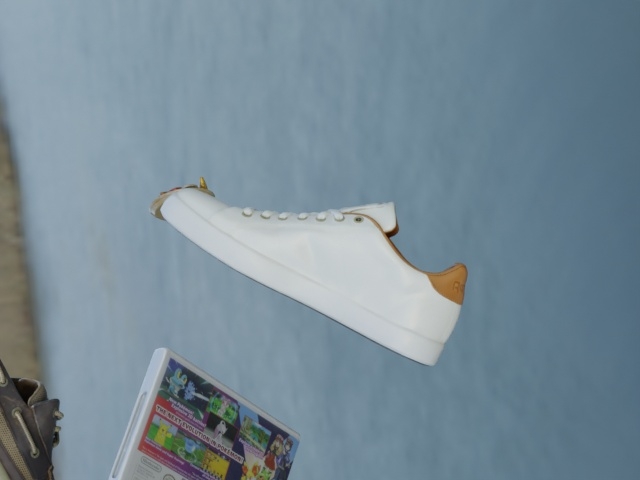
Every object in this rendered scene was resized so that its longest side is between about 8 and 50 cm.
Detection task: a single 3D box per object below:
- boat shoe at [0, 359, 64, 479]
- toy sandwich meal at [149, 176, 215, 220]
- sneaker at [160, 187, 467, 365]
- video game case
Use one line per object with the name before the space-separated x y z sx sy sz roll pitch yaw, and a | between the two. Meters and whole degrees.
boat shoe | -0.345 0.214 1.892 0.132 0.130 0.355 28 155 47
toy sandwich meal | -0.160 -0.048 1.948 0.085 0.086 0.029 113 146 -63
sneaker | 0.000 0.000 1.561 0.123 0.290 0.106 -64 -1 3
video game case | -0.114 0.228 1.628 0.023 0.201 0.183 -7 55 44
